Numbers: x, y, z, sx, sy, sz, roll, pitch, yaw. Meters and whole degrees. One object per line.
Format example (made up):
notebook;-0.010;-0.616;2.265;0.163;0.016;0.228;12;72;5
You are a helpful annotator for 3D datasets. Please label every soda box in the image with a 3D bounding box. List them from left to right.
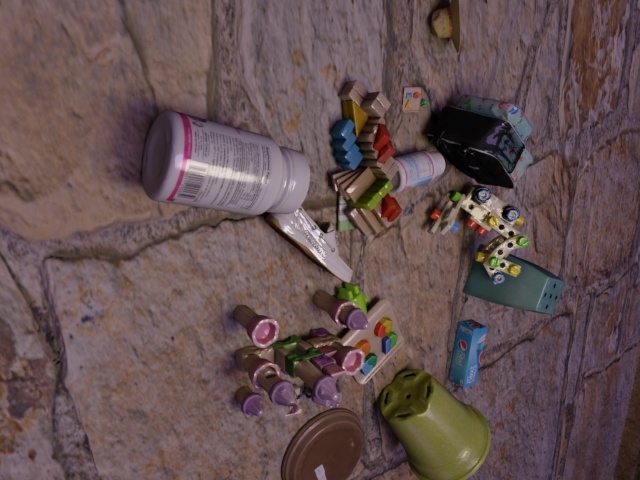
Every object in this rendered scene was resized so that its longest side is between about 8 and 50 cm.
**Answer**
soda box;0.484;0.372;1.643;0.071;0.067;0.209;-4;108;-35

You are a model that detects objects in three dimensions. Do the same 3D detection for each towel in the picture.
towel;0.088;-0.102;1.232;0.113;0.023;0.151;-9;113;-31

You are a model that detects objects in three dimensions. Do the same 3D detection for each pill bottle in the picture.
pill bottle;-0.171;-0.133;0.942;0.283;0.160;0.160;8;100;-38
pill bottle;0.237;-0.179;1.268;0.160;0.087;0.087;-19;115;-31

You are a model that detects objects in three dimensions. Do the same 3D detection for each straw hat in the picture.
straw hat;0.300;-0.527;1.210;0.061;0.144;0.144;-5;115;10

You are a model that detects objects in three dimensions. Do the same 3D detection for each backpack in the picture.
backpack;0.431;-0.249;1.300;0.254;0.225;0.191;37;88;-42

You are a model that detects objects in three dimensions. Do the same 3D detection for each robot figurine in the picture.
robot figurine;0.082;0.165;1.283;0.101;0.067;0.115;-38;125;-35

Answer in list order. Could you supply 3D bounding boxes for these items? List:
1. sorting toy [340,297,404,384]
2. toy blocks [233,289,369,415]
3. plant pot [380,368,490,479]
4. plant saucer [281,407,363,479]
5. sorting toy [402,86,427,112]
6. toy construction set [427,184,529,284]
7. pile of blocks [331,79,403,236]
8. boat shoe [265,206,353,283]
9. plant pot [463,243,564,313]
sorting toy;0.149;0.285;1.376;0.193;0.038;0.208;-42;133;-17
toy blocks;-0.023;0.303;1.131;0.289;0.260;0.308;-7;109;-35
plant pot;0.316;0.526;1.473;0.276;0.276;0.253;-45;114;-16
plant saucer;0.018;0.606;1.403;0.278;0.041;0.277;-13;113;-32
sorting toy;0.241;-0.356;1.259;0.083;0.012;0.061;-12;112;-32
toy construction set;0.456;-0.031;1.429;0.328;0.151;0.215;31;101;-18
pile of blocks;0.110;-0.177;1.136;0.149;0.113;0.361;-24;111;-28
boat shoe;0.000;0.000;1.149;0.277;0.098;0.096;43;80;-36
plant pot;0.608;0.134;1.547;0.166;0.234;0.165;14;97;-39
